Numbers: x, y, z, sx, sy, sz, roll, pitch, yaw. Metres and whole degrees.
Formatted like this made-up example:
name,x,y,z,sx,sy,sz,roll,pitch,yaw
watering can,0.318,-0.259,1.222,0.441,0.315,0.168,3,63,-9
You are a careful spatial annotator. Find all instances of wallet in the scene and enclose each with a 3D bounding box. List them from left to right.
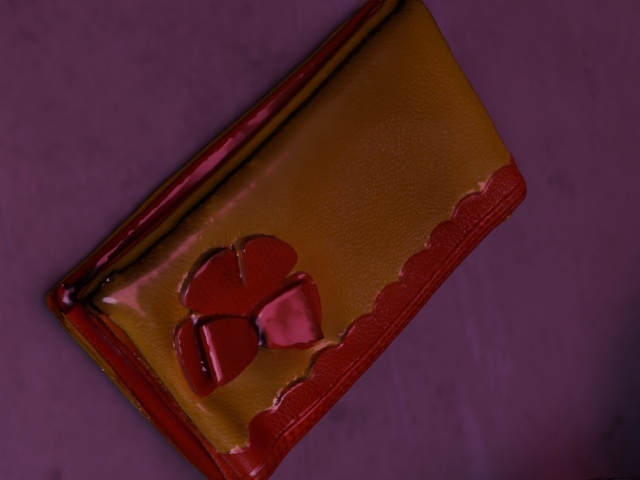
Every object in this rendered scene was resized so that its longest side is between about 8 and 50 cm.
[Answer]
name,x,y,z,sx,sy,sz,roll,pitch,yaw
wallet,0.000,0.000,0.713,0.241,0.067,0.141,-46,113,-25

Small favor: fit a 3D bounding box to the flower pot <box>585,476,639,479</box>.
name,x,y,z,sx,sy,sz,roll,pitch,yaw
flower pot,0.165,0.265,0.683,0.299,0.283,0.299,2,87,-28
